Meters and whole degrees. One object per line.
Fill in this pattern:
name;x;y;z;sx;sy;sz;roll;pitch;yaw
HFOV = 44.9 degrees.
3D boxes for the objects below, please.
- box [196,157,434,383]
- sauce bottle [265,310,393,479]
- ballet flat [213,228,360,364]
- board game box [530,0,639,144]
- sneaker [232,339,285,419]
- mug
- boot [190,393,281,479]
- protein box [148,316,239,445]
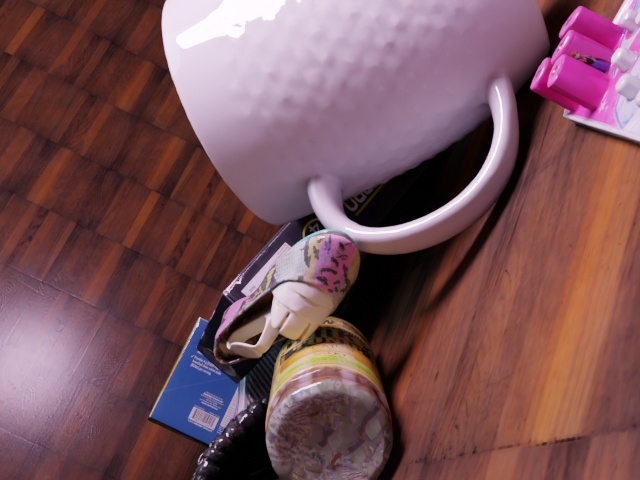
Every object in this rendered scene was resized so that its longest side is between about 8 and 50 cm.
box;0.000;0.000;1.068;0.395;0.097;0.318;-49;1;-25
sauce bottle;0.004;0.139;0.788;0.111;0.111;0.344;-63;6;6
ballet flat;-0.039;0.071;0.754;0.221;0.077;0.079;-38;23;45
board game box;0.262;-0.226;0.384;0.389;0.050;0.390;-63;6;13
sneaker;-0.099;0.275;1.207;0.161;0.102;0.282;118;175;-48
mug;0.060;-0.160;0.779;0.328;0.276;0.374;-23;61;16
boot;-0.120;0.343;0.907;0.347;0.131;0.260;-65;6;-21
protein box;-0.192;0.287;1.473;0.201;0.200;0.136;-65;6;-20
